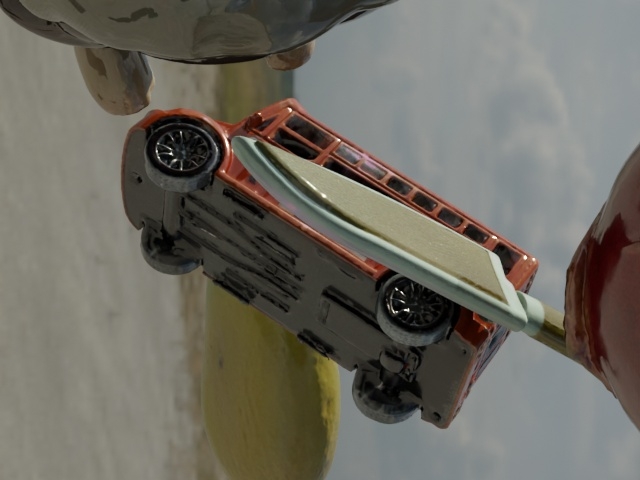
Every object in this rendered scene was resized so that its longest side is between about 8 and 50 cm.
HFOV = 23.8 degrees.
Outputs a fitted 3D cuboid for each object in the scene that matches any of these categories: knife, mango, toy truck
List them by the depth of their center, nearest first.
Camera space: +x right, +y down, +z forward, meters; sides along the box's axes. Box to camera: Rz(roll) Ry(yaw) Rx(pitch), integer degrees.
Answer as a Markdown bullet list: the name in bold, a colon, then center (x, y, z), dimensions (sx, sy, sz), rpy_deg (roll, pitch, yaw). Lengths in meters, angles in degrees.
- **knife**: center (0.091, 0.026, 0.848), dimensions (0.027, 0.343, 0.061), rpy_deg (-48, -148, 25)
- **toy truck**: center (0.000, 0.000, 0.929), dimensions (0.114, 0.253, 0.107), rpy_deg (-47, 162, -32)
- **mango**: center (-0.040, 0.096, 1.187), dimensions (0.137, 0.091, 0.237), rpy_deg (25, -58, 51)

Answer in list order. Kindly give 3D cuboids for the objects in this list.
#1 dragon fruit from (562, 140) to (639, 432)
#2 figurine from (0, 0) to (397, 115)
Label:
- **dragon fruit**: center (0.234, 0.022, 0.698), dimensions (0.315, 0.250, 0.250), rpy_deg (-59, 158, -52)
- **figurine**: center (-0.063, -0.176, 0.737), dimensions (0.380, 0.248, 0.203), rpy_deg (175, -106, -76)
